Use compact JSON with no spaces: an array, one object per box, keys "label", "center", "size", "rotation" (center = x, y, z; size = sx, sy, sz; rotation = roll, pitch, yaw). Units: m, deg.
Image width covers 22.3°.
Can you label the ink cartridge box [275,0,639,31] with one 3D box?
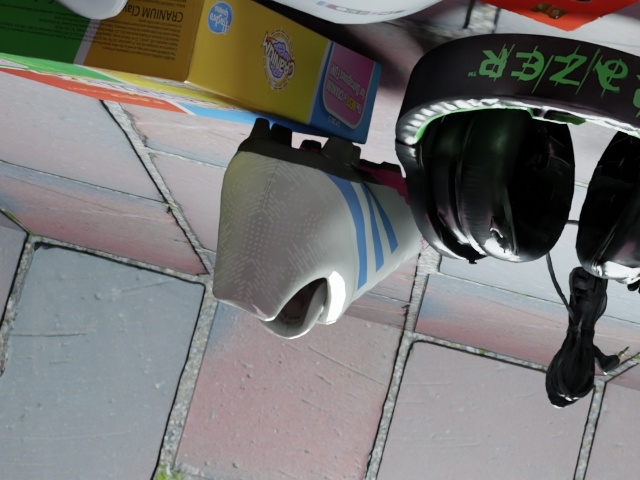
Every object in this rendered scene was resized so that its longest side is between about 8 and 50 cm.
[{"label":"ink cartridge box","center":[0.073,-0.151,0.909],"size":[0.232,0.066,0.189],"rotation":[22,169,-16]}]

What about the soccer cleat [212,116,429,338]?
[{"label":"soccer cleat","center":[0.000,0.000,1.192],"size":[0.116,0.143,0.331],"rotation":[18,-178,19]}]

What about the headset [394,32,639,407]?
[{"label":"headset","center":[0.178,-0.009,1.166],"size":[0.243,0.185,0.394],"rotation":[13,163,16]}]

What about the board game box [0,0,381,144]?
[{"label":"board game box","center":[-0.122,-0.132,1.115],"size":[0.242,0.064,0.316],"rotation":[11,-179,22]}]

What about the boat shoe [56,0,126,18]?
[{"label":"boat shoe","center":[-0.108,-0.194,0.837],"size":[0.096,0.088,0.267],"rotation":[40,162,-4]}]
